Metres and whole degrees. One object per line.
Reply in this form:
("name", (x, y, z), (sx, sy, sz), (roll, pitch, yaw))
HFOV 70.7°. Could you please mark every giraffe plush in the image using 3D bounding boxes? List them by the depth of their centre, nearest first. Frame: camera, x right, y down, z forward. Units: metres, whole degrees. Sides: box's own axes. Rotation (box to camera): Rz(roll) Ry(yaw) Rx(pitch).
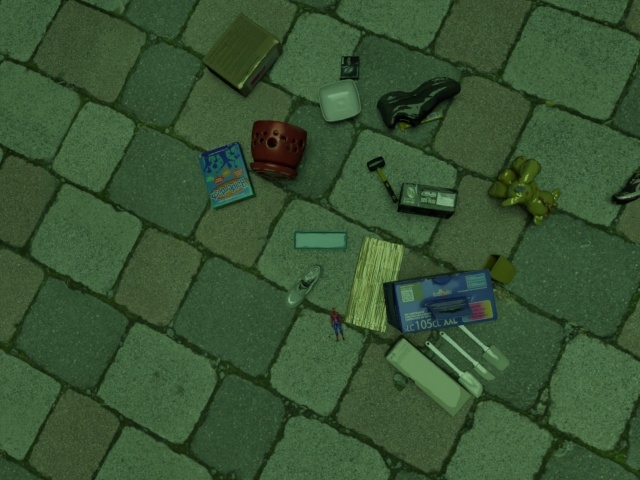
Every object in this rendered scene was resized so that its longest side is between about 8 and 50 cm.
("giraffe plush", (0.684, -0.151, 1.472), (0.170, 0.210, 0.181), (32, 121, -14))

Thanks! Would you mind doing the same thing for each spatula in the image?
("spatula", (0.486, 0.377, 1.505), (0.242, 0.019, 0.168), (43, 93, 12))

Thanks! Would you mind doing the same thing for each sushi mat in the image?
("sushi mat", (0.187, 0.152, 1.562), (0.151, 0.019, 0.316), (12, 85, 7))

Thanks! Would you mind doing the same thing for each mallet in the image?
("mallet", (0.230, -0.214, 1.563), (0.062, 0.039, 0.189), (-32, 64, 1))

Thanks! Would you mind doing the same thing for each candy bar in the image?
("candy bar", (0.359, -0.430, 1.604), (0.161, 0.018, 0.040), (-15, 81, 5))

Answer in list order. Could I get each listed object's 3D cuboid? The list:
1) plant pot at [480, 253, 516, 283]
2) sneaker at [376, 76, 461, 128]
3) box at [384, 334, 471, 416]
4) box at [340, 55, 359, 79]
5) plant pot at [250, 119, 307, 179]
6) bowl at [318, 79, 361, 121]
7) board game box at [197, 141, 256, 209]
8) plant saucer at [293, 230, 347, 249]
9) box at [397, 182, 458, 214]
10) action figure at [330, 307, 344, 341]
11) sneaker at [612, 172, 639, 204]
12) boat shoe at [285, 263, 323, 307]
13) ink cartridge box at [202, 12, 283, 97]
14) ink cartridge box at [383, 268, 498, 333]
("plant pot", (0.593, 0.101, 1.491), (0.083, 0.081, 0.081), (33, 88, -2))
("sneaker", (0.347, -0.466, 1.564), (0.286, 0.109, 0.130), (-16, 74, 14))
("box", (0.343, 0.433, 1.467), (0.275, 0.113, 0.094), (40, 90, 10))
("box", (0.108, -0.633, 1.655), (0.067, 0.018, 0.083), (3, 84, 7))
("plant pot", (-0.153, -0.309, 1.566), (0.191, 0.191, 0.174), (11, 88, 8))
("bowl", (0.070, -0.496, 1.628), (0.142, 0.053, 0.142), (-13, 82, 5))
("board game box", (-0.342, -0.236, 1.650), (0.160, 0.047, 0.210), (-19, 83, 4))
("plant saucer", (0.000, 0.000, 1.600), (0.192, 0.018, 0.067), (0, 84, 8))
("box", (0.354, -0.131, 1.508), (0.180, 0.147, 0.077), (9, 85, 8))
("action figure", (0.057, 0.289, 1.558), (0.038, 0.030, 0.115), (-15, 80, 10))
("sneaker", (1.035, -0.178, 1.482), (0.178, 0.072, 0.077), (-20, 70, -4))
("boat shoe", (-0.058, 0.159, 1.566), (0.184, 0.063, 0.066), (-44, 81, 0))
("ink cartridge box", (-0.287, -0.685, 1.672), (0.193, 0.088, 0.234), (39, 89, 8))
("ink cartridge box", (0.341, 0.175, 1.342), (0.270, 0.395, 0.151), (-9, 83, 1))
